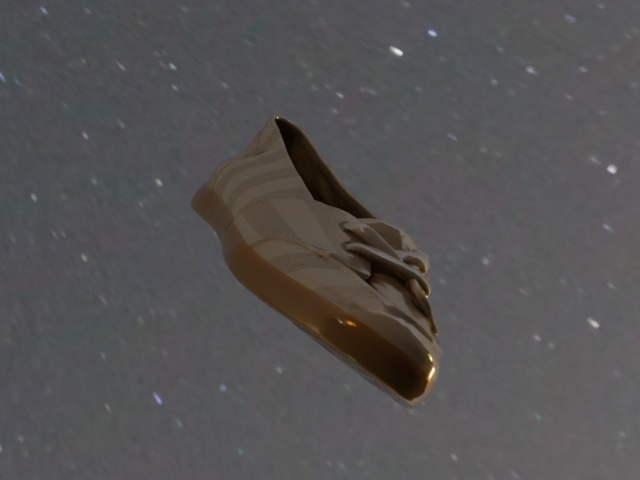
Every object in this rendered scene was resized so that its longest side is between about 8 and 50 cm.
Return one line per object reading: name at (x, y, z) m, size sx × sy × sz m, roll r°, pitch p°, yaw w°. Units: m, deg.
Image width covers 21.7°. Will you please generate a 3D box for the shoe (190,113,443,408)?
shoe at (0.000, 0.000, 0.686) m, size 0.076 × 0.219 × 0.058 m, roll 36°, pitch -85°, yaw -28°
